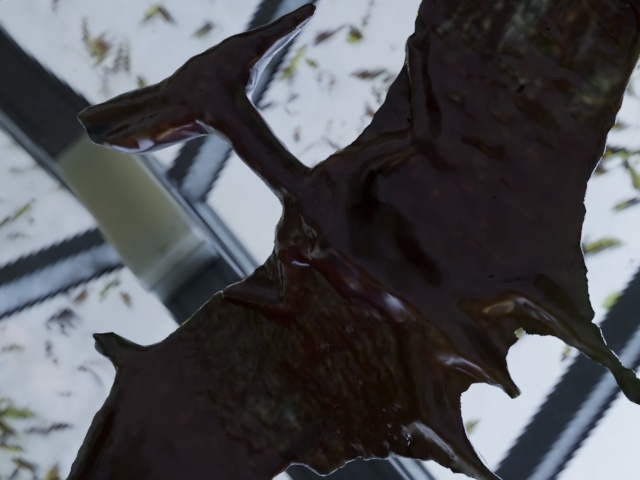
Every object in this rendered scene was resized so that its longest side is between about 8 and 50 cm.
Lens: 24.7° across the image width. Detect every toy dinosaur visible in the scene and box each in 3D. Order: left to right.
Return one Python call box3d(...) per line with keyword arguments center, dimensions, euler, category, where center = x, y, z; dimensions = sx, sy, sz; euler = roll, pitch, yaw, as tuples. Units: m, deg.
box3d(center=(0.009, 0.002, 0.441), dimensions=(0.327, 0.113, 0.206), euler=(-25, -96, 30), category="toy dinosaur")
